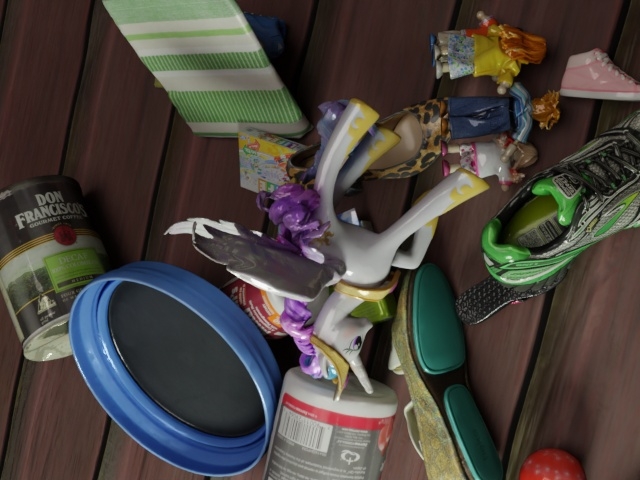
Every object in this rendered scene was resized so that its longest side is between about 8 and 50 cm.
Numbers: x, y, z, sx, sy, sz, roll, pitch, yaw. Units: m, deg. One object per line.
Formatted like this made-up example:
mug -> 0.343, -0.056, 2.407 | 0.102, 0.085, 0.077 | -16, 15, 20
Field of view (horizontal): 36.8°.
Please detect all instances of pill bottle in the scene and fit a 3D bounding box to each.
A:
pill bottle -> 0.000, 0.362, 1.443 | 0.176, 0.176, 0.319 | 16, 96, 31
pill bottle -> -0.097, 0.106, 1.524 | 0.221, 0.121, 0.121 | -30, 73, 43

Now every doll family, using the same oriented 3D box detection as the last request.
doll family -> 0.245, -0.204, 1.334 | 0.163, 0.118, 0.263 | -5, 85, 3

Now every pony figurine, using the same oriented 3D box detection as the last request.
pony figurine -> 0.000, 0.000, 1.294 | 0.351, 0.303, 0.363 | 31, 91, -14

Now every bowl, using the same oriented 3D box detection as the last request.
bowl -> -0.229, 0.206, 1.546 | 0.391, 0.077, 0.391 | 18, 129, 24

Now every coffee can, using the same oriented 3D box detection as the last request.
coffee can -> -0.482, 0.050, 1.735 | 0.201, 0.201, 0.275 | -35, 72, 26

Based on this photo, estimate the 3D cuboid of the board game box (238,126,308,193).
board game box -> -0.065, -0.115, 1.563 | 0.154, 0.026, 0.103 | 21, 127, 30

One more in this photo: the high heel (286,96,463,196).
high heel -> 0.080, -0.144, 1.407 | 0.261, 0.186, 0.093 | -33, 68, 26

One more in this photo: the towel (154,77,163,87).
towel -> -0.271, -0.313, 1.732 | 0.060, 0.009, 0.083 | 9, 92, 32

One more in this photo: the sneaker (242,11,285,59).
sneaker -> -0.133, -0.346, 1.615 | 0.240, 0.126, 0.091 | -128, 40, -51

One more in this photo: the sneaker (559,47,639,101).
sneaker -> 0.392, -0.224, 1.300 | 0.134, 0.051, 0.070 | 13, 100, 35

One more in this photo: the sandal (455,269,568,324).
sandal -> 0.272, 0.063, 1.370 | 0.179, 0.040, 0.067 | -33, 72, 30

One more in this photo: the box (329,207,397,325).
box -> 0.046, 0.051, 1.505 | 0.109, 0.042, 0.178 | -23, 76, 29

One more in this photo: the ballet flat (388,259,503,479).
ballet flat -> 0.160, 0.206, 1.396 | 0.123, 0.123, 0.349 | -23, 77, 29

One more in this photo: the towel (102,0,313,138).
towel -> -0.172, -0.274, 1.512 | 0.247, 0.325, 0.038 | 6, 58, 31

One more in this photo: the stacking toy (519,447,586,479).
stacking toy -> 0.281, 0.443, 1.302 | 0.141, 0.141, 0.330 | 13, 91, 31

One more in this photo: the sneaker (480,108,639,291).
sneaker -> 0.357, -0.061, 1.245 | 0.343, 0.146, 0.134 | -41, 67, 7
